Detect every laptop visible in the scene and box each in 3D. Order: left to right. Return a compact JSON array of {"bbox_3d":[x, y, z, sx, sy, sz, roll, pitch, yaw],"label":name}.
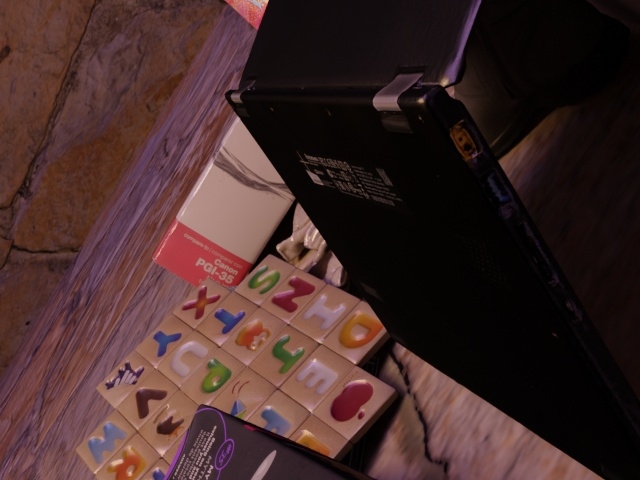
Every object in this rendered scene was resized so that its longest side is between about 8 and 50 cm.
[{"bbox_3d":[0.102,-0.109,0.581,0.236,0.408,0.382,-37,18,-9],"label":"laptop"}]

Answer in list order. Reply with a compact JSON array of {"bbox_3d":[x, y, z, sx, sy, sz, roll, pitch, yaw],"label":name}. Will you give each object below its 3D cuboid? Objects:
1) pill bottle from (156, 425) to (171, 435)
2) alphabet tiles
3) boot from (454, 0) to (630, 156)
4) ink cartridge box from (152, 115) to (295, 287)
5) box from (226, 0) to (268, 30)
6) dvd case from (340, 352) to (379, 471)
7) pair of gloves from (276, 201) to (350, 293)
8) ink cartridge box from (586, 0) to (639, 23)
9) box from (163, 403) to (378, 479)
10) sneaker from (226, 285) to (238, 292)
[{"bbox_3d":[-0.145,0.298,0.879,0.123,0.123,0.219,-37,30,49],"label":"pill bottle"},{"bbox_3d":[-0.087,0.141,0.877,0.285,0.011,0.343,-45,34,-15],"label":"alphabet tiles"},{"bbox_3d":[0.119,-0.156,0.775,0.246,0.161,0.083,-35,30,57],"label":"boot"},{"bbox_3d":[-0.086,-0.087,1.210,0.283,0.117,0.207,-56,7,14],"label":"ink cartridge box"},{"bbox_3d":[-0.006,-0.375,1.233,0.142,0.154,0.300,-50,-5,32],"label":"box"},{"bbox_3d":[-0.016,0.222,0.818,0.164,0.018,0.221,-38,29,45],"label":"dvd case"},{"bbox_3d":[0.000,0.000,1.047,0.204,0.042,0.240,-39,28,47],"label":"pair of gloves"},{"bbox_3d":[0.241,-0.288,0.649,0.232,0.168,0.171,-57,19,11],"label":"ink cartridge box"},{"bbox_3d":[-0.006,0.223,0.581,0.270,0.143,0.165,4,67,63],"label":"box"},{"bbox_3d":[-0.085,0.109,1.035,0.134,0.051,0.070,-124,41,-61],"label":"sneaker"}]
